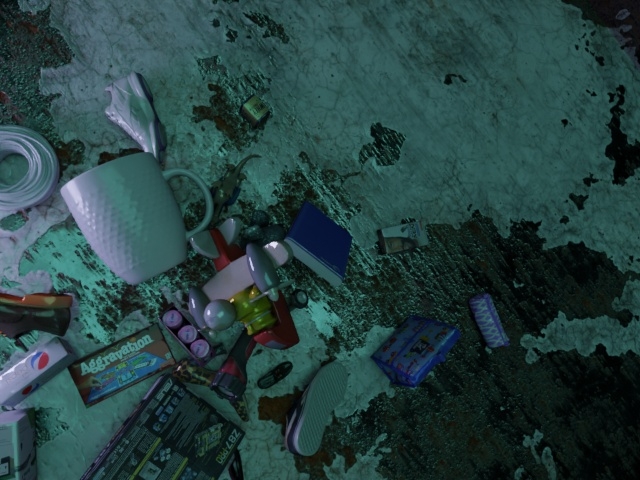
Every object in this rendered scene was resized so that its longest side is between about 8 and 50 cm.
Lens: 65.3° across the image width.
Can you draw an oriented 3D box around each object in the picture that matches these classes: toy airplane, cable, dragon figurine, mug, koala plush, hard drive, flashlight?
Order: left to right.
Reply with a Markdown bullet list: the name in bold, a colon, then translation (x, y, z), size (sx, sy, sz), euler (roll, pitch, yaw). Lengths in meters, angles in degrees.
- **cable**: translation (-0.912, -0.212, 1.471), size (0.257, 0.089, 0.256), euler (-12, 88, -16)
- **mug**: translation (-0.499, -0.071, 1.465), size (0.374, 0.276, 0.327), euler (-27, 96, -11)
- **dragon figurine**: translation (-0.303, -0.171, 1.627), size (0.085, 0.144, 0.289), euler (32, 58, -8)
- **toy airplane**: translation (-0.242, 0.133, 1.411), size (0.385, 0.385, 0.272), euler (16, 37, 21)
- **flashlight**: translation (-0.223, 0.344, 1.541), size (0.103, 0.103, 0.304), euler (13, 47, 21)
- **koala plush**: translation (-0.163, 0.017, 1.575), size (0.196, 0.221, 0.203), euler (35, 77, -9)
- **hard drive**: translation (0.000, 0.000, 1.590), size (0.210, 0.318, 0.040), euler (38, 114, -8)

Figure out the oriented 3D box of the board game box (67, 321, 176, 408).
- **board game box**: translation (-0.603, 0.377, 1.525), size (0.281, 0.027, 0.145), euler (-25, 90, -15)

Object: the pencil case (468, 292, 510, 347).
- **pencil case**: translation (0.616, 0.293, 1.822), size (0.086, 0.088, 0.206), euler (-26, 91, -14)

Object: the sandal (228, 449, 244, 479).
- **sandal**: translation (-0.263, 0.740, 1.561), size (0.040, 0.067, 0.179), euler (-8, 89, -4)

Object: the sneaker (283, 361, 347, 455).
- **sneaker**: translation (-0.026, 0.537, 1.621), size (0.126, 0.127, 0.321), euler (43, 51, -13)

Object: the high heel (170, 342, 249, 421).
- **high heel**: translation (-0.341, 0.472, 1.554), size (0.186, 0.093, 0.261), euler (-24, 84, -13)

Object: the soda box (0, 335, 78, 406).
- **soda box**: translation (-0.821, 0.376, 1.435), size (0.216, 0.069, 0.074), euler (-38, 70, -15)

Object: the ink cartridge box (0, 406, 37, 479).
- **ink cartridge box**: translation (-0.849, 0.592, 1.371), size (0.093, 0.160, 0.219), euler (-4, 87, -15)

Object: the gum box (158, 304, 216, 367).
- **gum box**: translation (-0.397, 0.294, 1.509), size (0.188, 0.107, 0.062), euler (41, 68, 17)

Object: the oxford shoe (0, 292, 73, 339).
- **oxford shoe**: translation (-0.898, 0.213, 1.403), size (0.364, 0.130, 0.132), euler (3, 87, -6)

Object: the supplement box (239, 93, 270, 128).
- **supplement box**: translation (-0.220, -0.432, 1.675), size (0.056, 0.083, 0.083), euler (-45, 98, -13)

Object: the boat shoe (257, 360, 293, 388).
- **boat shoe**: translation (-0.145, 0.442, 1.632), size (0.133, 0.042, 0.048), euler (-29, 90, -17)

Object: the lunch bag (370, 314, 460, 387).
- **lunch bag**: translation (0.328, 0.371, 1.632), size (0.221, 0.293, 0.138), euler (-42, 96, -15)

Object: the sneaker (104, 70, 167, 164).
- **sneaker**: translation (-0.582, -0.369, 1.576), size (0.152, 0.114, 0.304), euler (-19, 85, -2)

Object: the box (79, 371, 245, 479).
- **box**: translation (-0.447, 0.632, 1.426), size (0.318, 0.097, 0.394), euler (41, 54, -11)

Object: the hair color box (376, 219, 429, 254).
- **hair color box**: translation (0.294, -0.011, 1.785), size (0.167, 0.053, 0.093), euler (-13, 89, -14)
